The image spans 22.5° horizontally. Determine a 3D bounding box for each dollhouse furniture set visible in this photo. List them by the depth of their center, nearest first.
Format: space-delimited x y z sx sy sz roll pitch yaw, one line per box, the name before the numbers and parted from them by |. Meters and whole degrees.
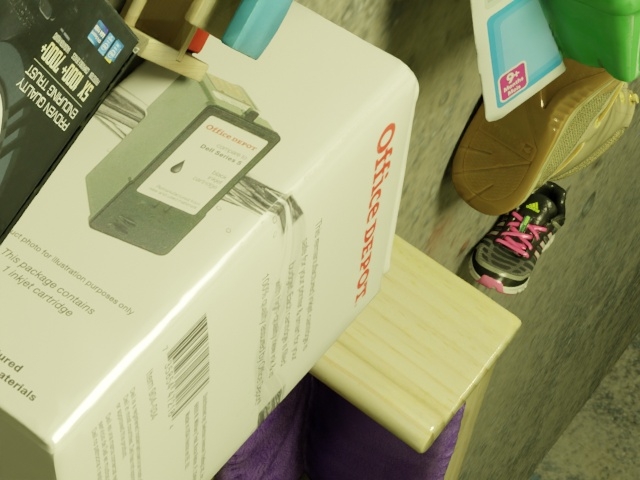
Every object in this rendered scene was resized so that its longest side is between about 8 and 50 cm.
dollhouse furniture set | 0.008 -0.142 0.743 0.183 0.129 0.129 -61 162 5

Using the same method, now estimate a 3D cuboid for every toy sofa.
toy sofa | 0.018 0.152 1.180 0.177 0.150 0.362 -48 163 -24

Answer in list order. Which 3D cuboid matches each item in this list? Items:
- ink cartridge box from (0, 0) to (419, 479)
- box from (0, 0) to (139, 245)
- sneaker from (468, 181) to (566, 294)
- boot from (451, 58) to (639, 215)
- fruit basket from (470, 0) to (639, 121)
ink cartridge box | -0.079 0.029 0.816 0.273 0.115 0.198 -47 159 -30
box | -0.155 -0.057 0.537 0.147 0.077 0.180 -55 162 -7
sneaker | 0.198 -0.009 1.576 0.170 0.063 0.075 -43 157 -52
boot | 0.229 -0.146 1.368 0.203 0.095 0.262 -20 142 -61
fruit basket | 0.198 -0.279 0.966 0.327 0.165 0.353 -44 151 -23
